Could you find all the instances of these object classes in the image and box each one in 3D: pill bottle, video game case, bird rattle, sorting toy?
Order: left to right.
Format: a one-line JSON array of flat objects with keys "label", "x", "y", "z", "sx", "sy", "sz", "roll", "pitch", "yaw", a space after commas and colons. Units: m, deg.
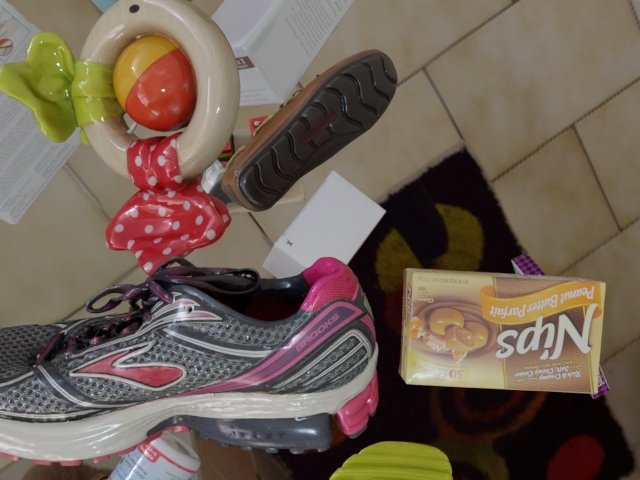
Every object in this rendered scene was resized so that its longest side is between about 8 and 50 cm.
[{"label": "pill bottle", "x": -0.231, "y": 0.321, "z": 0.931, "sx": 0.087, "sy": 0.087, "sz": 0.160, "roll": 39, "pitch": 81, "yaw": -24}, {"label": "bird rattle", "x": -0.156, "y": -0.108, "z": 0.643, "sx": 0.207, "sy": 0.253, "sz": 0.143, "roll": -50, "pitch": 157, "yaw": 26}, {"label": "sorting toy", "x": -0.185, "y": -0.207, "z": 1.938, "sx": 0.257, "sy": 0.255, "sz": 0.089, "roll": -9, "pitch": 151, "yaw": 2}, {"label": "video game case", "x": 0.458, "y": 0.158, "z": 1.421, "sx": 0.042, "sy": 0.232, "sz": 0.210, "roll": -27, "pitch": 114, "yaw": 5}]

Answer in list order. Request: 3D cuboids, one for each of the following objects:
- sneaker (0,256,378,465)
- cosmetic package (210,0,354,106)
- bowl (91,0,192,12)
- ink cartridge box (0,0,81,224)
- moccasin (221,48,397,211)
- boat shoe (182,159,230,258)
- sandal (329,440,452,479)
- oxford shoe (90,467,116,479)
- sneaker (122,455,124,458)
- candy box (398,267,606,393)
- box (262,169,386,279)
[{"label": "sneaker", "x": -0.112, "y": 0.068, "z": 0.496, "sx": 0.299, "sy": 0.121, "sz": 0.112, "roll": -4, "pitch": 116, "yaw": 0}, {"label": "cosmetic package", "x": -0.047, "y": -0.260, "z": 0.851, "sx": 0.085, "sy": 0.117, "sz": 0.231, "roll": 51, "pitch": 59, "yaw": -38}, {"label": "bowl", "x": -0.410, "y": -0.600, "z": 1.653, "sx": 0.312, "sy": 0.311, "sz": 0.163, "roll": 17, "pitch": 138, "yaw": -20}, {"label": "ink cartridge box", "x": -0.561, "y": -0.228, "z": 1.229, "sx": 0.308, "sy": 0.091, "sz": 0.385, "roll": -52, "pitch": 153, "yaw": -5}, {"label": "moccasin", "x": -0.018, "y": -0.200, "z": 1.304, "sx": 0.380, "sy": 0.147, "sz": 0.139, "roll": -48, "pitch": 118, "yaw": -8}, {"label": "boat shoe", "x": -0.330, "y": -0.064, "z": 1.810, "sx": 0.320, "sy": 0.103, "sz": 0.118, "roll": -51, "pitch": 153, "yaw": 19}, {"label": "sandal", "x": 0.048, "y": 0.323, "z": 0.686, "sx": 0.126, "sy": 0.317, "sz": 0.138, "roll": 3, "pitch": 123, "yaw": 27}, {"label": "oxford shoe", "x": -0.294, "y": 0.367, "z": 1.012, "sx": 0.076, "sy": 0.212, "sz": 0.076, "roll": 39, "pitch": 92, "yaw": 11}, {"label": "sneaker", "x": -0.334, "y": 0.337, "z": 1.371, "sx": 0.065, "sy": 0.076, "sz": 0.166, "roll": 8, "pitch": 65, "yaw": -8}, {"label": "candy box", "x": 0.294, "y": 0.146, "z": 1.210, "sx": 0.317, "sy": 0.087, "sz": 0.182, "roll": 3, "pitch": 93, "yaw": -4}, {"label": "box", "x": 0.000, "y": 0.000, "z": 1.011, "sx": 0.091, "sy": 0.170, "sz": 0.130, "roll": 38, "pitch": 75, "yaw": -1}]
